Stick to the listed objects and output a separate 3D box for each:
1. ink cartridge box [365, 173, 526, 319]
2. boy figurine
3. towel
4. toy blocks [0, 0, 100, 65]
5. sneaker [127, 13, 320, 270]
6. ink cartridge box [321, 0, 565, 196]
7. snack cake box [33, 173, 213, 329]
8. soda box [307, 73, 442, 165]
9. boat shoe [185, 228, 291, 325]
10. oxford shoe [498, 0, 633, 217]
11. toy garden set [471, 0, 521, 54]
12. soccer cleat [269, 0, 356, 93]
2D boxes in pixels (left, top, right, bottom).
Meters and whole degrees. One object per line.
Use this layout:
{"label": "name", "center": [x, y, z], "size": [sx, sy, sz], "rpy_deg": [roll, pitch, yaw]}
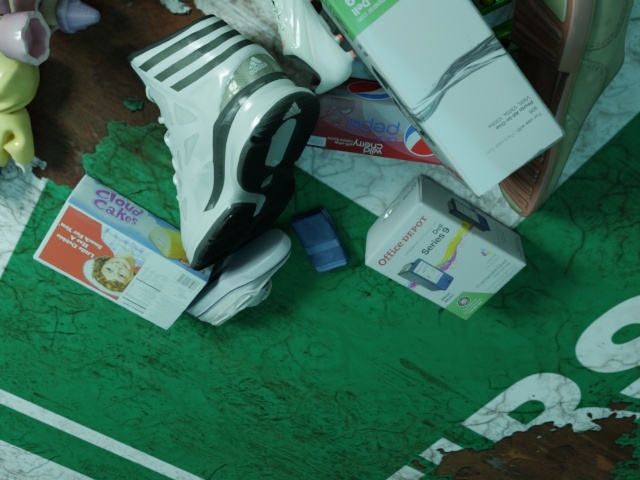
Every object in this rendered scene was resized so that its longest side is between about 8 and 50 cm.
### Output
{"label": "ink cartridge box", "center": [0.200, 0.014, 1.093], "size": [0.212, 0.093, 0.154], "rpy_deg": [30, 124, -14]}
{"label": "boy figurine", "center": [-0.520, -0.181, 1.025], "size": [0.177, 0.092, 0.285], "rpy_deg": [30, 123, -15]}
{"label": "towel", "center": [0.000, 0.000, 1.142], "size": [0.067, 0.029, 0.119], "rpy_deg": [-17, 124, 17]}
{"label": "toy blocks", "center": [-0.381, -0.329, 0.764], "size": [0.260, 0.309, 0.289], "rpy_deg": [9, 127, 7]}
{"label": "sneaker", "center": [-0.167, -0.150, 1.001], "size": [0.257, 0.169, 0.447], "rpy_deg": [50, 145, 13]}
{"label": "ink cartridge box", "center": [0.133, -0.208, 0.788], "size": [0.121, 0.211, 0.289], "rpy_deg": [-38, 99, 10]}
{"label": "snack cake box", "center": [-0.334, 0.026, 1.159], "size": [0.264, 0.089, 0.152], "rpy_deg": [33, 125, -17]}
{"label": "soda box", "center": [0.110, -0.172, 0.964], "size": [0.263, 0.092, 0.083], "rpy_deg": [9, 124, 0]}
{"label": "boat shoe", "center": [-0.131, 0.075, 1.173], "size": [0.088, 0.096, 0.267], "rpy_deg": [38, 122, -25]}
{"label": "oxford shoe", "center": [0.334, -0.192, 0.904], "size": [0.146, 0.140, 0.397], "rpy_deg": [-18, 141, -15]}
{"label": "toy garden set", "center": [0.223, -0.347, 0.851], "size": [0.203, 0.049, 0.244], "rpy_deg": [-21, 121, 20]}
{"label": "soccer cleat", "center": [-0.033, -0.285, 0.880], "size": [0.076, 0.068, 0.196], "rpy_deg": [-37, 94, 6]}
